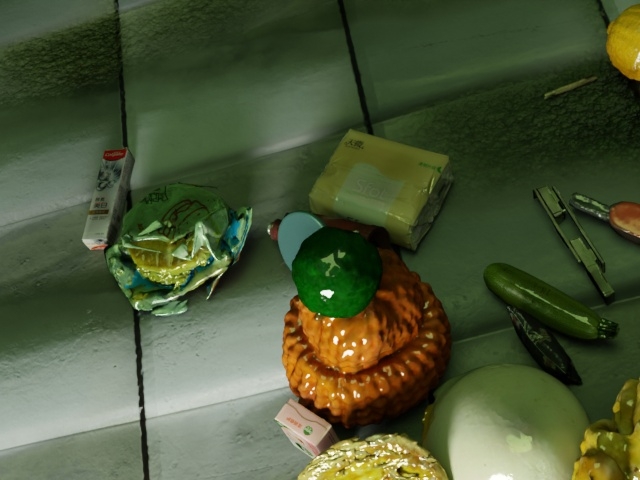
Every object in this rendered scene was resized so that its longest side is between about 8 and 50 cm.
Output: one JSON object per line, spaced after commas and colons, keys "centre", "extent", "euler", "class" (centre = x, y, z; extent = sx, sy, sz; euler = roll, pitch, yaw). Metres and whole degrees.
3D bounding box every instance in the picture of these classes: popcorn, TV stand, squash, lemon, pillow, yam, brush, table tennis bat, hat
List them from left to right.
{"centre": [-0.014, 0.044, 1.890], "extent": [0.124, 0.201, 0.033], "euler": [-13, 9, 43], "class": "table tennis bat"}
{"centre": [0.050, 0.092, 1.691], "extent": [0.285, 0.400, 0.285], "euler": [-7, 45, 7], "class": "hat"}
{"centre": [0.359, 0.172, 1.745], "extent": [0.048, 0.090, 0.150], "euler": [-33, 58, -7], "class": "pillow"}
{"centre": [0.377, 0.109, 1.792], "extent": [0.252, 0.066, 0.066], "euler": [31, 71, 30], "class": "squash"}
{"centre": [0.473, -0.292, 2.048], "extent": [0.107, 0.014, 0.014], "euler": [-21, 56, 2], "class": "yam"}
{"centre": [0.440, 0.003, 1.859], "extent": [0.042, 0.036, 0.249], "euler": [-24, 56, -2], "class": "TV stand"}
{"centre": [0.608, -0.356, 1.976], "extent": [0.142, 0.142, 0.187], "euler": [-41, 63, -12], "class": "lemon"}
{"centre": [0.574, -0.016, 1.830], "extent": [0.323, 0.051, 0.070], "euler": [24, 74, 24], "class": "brush"}
{"centre": [0.502, 0.313, 1.539], "extent": [0.332, 0.225, 0.265], "euler": [-21, 84, -18], "class": "popcorn"}

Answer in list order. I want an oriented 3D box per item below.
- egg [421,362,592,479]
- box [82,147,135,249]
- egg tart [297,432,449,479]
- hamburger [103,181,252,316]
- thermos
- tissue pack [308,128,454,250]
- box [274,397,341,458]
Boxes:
{"centre": [0.287, 0.287, 1.643], "extent": [0.264, 0.174, 0.286], "euler": [-23, 52, -4], "class": "egg"}
{"centre": [-0.419, -0.084, 2.146], "extent": [0.055, 0.039, 0.218], "euler": [-3, 58, 15], "class": "box"}
{"centre": [0.083, 0.382, 1.650], "extent": [0.252, 0.232, 0.098], "euler": [-45, 13, 22], "class": "egg tart"}
{"centre": [-0.277, -0.007, 1.994], "extent": [0.260, 0.150, 0.276], "euler": [35, 74, 32], "class": "hamburger"}
{"centre": [0.001, -0.003, 1.935], "extent": [0.232, 0.124, 0.099], "euler": [14, 65, 31], "class": "thermos"}
{"centre": [0.110, -0.096, 1.978], "extent": [0.222, 0.090, 0.186], "euler": [21, 64, 25], "class": "tissue pack"}
{"centre": [-0.014, 0.313, 1.736], "extent": [0.089, 0.125, 0.043], "euler": [29, 70, 30], "class": "box"}
